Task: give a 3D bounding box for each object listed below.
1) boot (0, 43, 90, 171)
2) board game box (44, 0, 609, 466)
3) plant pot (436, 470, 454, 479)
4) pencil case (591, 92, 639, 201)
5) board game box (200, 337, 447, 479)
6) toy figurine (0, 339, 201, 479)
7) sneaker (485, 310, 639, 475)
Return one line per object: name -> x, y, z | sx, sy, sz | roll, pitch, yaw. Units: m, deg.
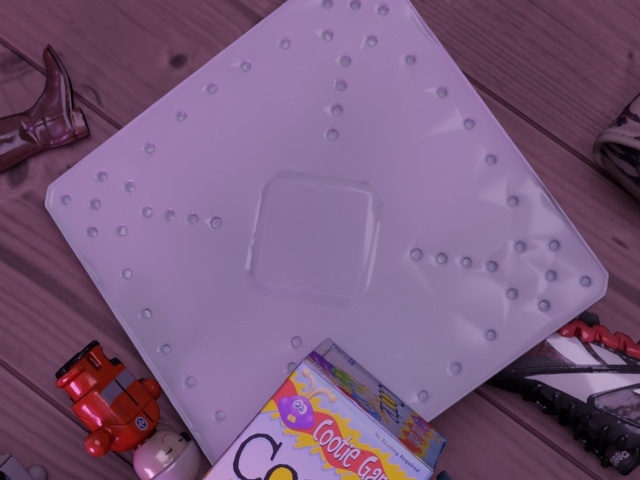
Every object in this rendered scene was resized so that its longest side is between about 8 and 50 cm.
boot -> -0.292, -0.126, 1.758 | 0.114, 0.037, 0.106 | -21, 73, -3
board game box -> 0.000, 0.000, 1.657 | 0.390, 0.050, 0.390 | -37, 77, 9
plant pot -> 0.092, 0.375, 1.508 | 0.255, 0.271, 0.272 | -39, 78, -3
pencil case -> 0.454, -0.170, 1.717 | 0.183, 0.160, 0.410 | 38, 76, 27
board game box -> -0.038, 0.238, 1.542 | 0.142, 0.144, 0.275 | 41, 99, 4
toy figurine -> -0.214, 0.202, 1.573 | 0.209, 0.213, 0.148 | -42, 95, -9
sneaker -> 0.249, 0.140, 1.655 | 0.276, 0.097, 0.135 | 11, 71, 1
